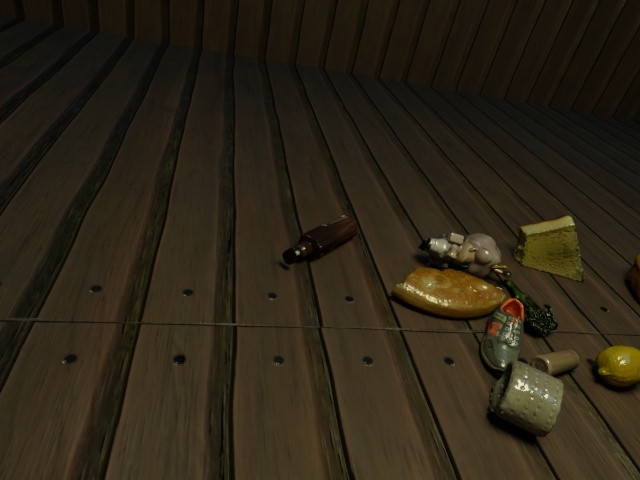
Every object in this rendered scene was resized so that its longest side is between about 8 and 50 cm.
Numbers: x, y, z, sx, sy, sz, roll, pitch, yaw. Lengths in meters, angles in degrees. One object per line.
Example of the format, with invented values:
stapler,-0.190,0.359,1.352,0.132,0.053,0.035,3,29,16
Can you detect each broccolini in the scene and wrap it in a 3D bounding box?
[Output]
broccolini,0.470,0.152,1.049,0.058,0.073,0.201,-35,20,4

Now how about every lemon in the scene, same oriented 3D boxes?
lemon,0.599,0.251,0.902,0.111,0.081,0.082,-3,37,-13

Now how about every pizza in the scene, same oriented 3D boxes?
pizza,0.288,0.117,1.012,0.272,0.056,0.134,0,38,-18

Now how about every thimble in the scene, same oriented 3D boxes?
thimble,0.352,0.267,0.775,0.090,0.102,0.115,24,6,16

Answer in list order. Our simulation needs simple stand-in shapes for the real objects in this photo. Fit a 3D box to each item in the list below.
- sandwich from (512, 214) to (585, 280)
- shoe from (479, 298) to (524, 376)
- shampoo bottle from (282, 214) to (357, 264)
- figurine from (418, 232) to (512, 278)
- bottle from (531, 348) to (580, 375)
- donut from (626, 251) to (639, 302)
sandwich,0.604,0.038,1.210,0.163,0.192,0.058,-15,30,24
shoe,0.376,0.189,0.916,0.074,0.077,0.194,23,34,12
shampoo bottle,0.002,0.000,1.070,0.067,0.068,0.236,34,40,25
figurine,0.359,0.031,1.113,0.229,0.137,0.111,13,76,-9
bottle,0.470,0.244,0.901,0.097,0.045,0.045,-3,37,-27
donut,0.926,0.119,1.179,0.227,0.113,0.226,9,33,-6
